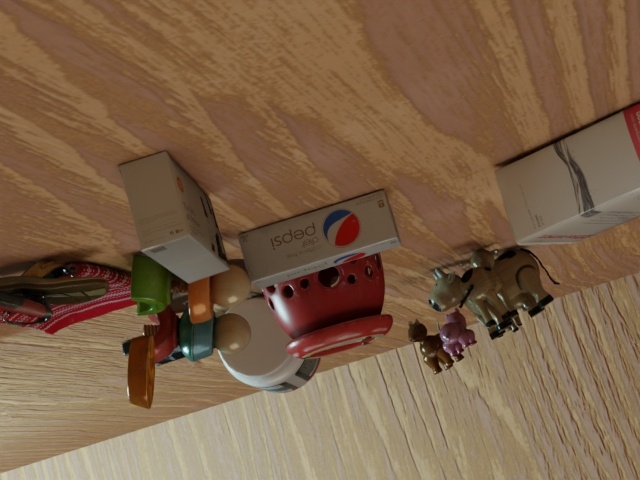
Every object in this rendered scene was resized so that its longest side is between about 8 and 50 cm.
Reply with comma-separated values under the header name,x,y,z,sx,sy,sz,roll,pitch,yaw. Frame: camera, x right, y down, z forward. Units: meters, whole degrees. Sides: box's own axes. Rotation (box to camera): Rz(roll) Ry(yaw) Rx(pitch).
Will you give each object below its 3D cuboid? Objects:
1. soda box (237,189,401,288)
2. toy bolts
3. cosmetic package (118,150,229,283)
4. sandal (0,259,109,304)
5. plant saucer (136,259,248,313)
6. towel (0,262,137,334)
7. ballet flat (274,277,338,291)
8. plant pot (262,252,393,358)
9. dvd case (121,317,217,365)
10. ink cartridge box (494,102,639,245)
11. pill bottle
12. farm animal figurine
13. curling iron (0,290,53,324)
name,x,y,z,sx,sy,sz,roll,pitch,yaw
soda box,0.000,0.000,1.935,0.216,0.074,0.069,-17,168,6
toy bolts,-0.177,0.136,1.936,0.158,0.218,0.228,1,164,-1
cosmetic package,-0.159,-0.022,1.554,0.060,0.099,0.239,-19,169,3
sandal,-0.359,0.050,1.762,0.180,0.049,0.072,1,159,-11
plant saucer,-0.196,0.078,2.139,0.198,0.036,0.198,-15,169,-3
towel,-0.364,0.084,1.945,0.199,0.031,0.275,-20,168,12
ballet flat,-0.034,0.052,2.247,0.173,0.057,0.049,-5,124,-49
plant pot,0.010,0.083,2.107,0.191,0.174,0.191,-15,171,-2
dvd case,-0.258,0.192,2.612,0.179,0.029,0.238,-17,168,5
ink cartridge box,0.419,-0.096,1.950,0.283,0.117,0.207,-25,166,34
pill bottle,-0.093,0.186,2.481,0.161,0.161,0.283,-17,168,4
farm animal figurine,0.309,0.103,2.680,0.327,0.172,0.330,-24,166,-31
curling iron,-0.426,0.067,1.650,0.068,0.035,0.274,-13,162,30
